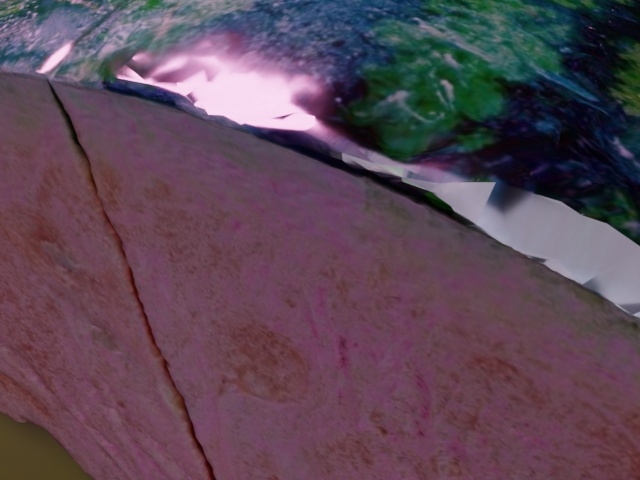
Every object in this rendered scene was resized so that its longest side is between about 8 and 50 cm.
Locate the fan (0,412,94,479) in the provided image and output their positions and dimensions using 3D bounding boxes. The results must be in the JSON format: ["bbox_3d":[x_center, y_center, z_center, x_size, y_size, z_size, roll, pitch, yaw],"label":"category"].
[{"bbox_3d":[-0.066,-0.003,0.639,0.230,0.011,0.335,22,90,6],"label":"fan"}]

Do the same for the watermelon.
[{"bbox_3d":[0.024,-0.024,0.559,0.292,0.319,0.222,45,56,-3],"label":"watermelon"}]
